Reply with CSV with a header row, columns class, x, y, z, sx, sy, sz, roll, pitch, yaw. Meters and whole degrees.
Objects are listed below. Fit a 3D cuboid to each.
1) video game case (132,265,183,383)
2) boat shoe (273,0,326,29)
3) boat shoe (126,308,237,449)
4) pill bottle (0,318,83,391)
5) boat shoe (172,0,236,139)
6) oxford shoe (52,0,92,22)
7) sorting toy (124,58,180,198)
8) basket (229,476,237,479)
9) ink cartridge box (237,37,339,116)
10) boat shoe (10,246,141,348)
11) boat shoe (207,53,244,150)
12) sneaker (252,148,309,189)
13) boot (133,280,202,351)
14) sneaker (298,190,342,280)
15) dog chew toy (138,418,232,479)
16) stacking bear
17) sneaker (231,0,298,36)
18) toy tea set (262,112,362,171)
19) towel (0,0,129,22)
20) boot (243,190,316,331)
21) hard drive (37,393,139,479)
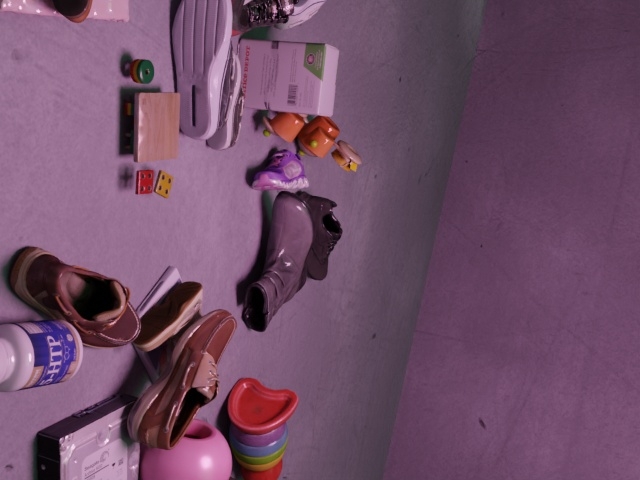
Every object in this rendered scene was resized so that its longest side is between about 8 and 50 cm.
class,x,y,z,sx,sy,sz,roll,pitch,yaw
video game case,-0.337,0.189,1.813,0.183,0.023,0.201,-59,148,-39
boat shoe,-0.050,-0.598,2.093,0.258,0.095,0.084,-42,163,-50
boat shoe,-0.257,0.290,1.707,0.324,0.116,0.123,-58,151,-23
pill bottle,-0.494,0.190,1.371,0.186,0.112,0.112,2,97,-65
boat shoe,-0.237,-0.381,1.742,0.119,0.121,0.335,-47,150,-62
oxford shoe,-0.387,-0.451,1.322,0.076,0.076,0.212,167,-70,-85
sorting toy,-0.335,-0.217,1.643,0.132,0.046,0.275,-20,116,-62
basket,-0.218,0.662,1.995,0.154,0.226,0.204,47,57,-60
ink cartridge box,-0.080,-0.378,1.932,0.092,0.219,0.160,-11,110,-67
boat shoe,-0.409,0.119,1.512,0.123,0.123,0.342,-70,153,-22
boat shoe,-0.209,-0.312,1.856,0.070,0.077,0.219,-25,129,-60
sneaker,-0.104,-0.180,2.115,0.236,0.095,0.105,-17,107,-68
boot,-0.309,0.208,1.768,0.213,0.077,0.165,-50,143,-48
sneaker,0.000,0.000,2.345,0.109,0.130,0.286,-56,147,-45
dog chew toy,-0.311,0.560,1.807,0.206,0.206,0.332,-10,115,-64
stacking bear,-0.158,0.530,2.177,0.164,0.175,0.289,-54,152,-48
sneaker,-0.137,-0.524,1.857,0.276,0.135,0.098,-49,142,-47
toy tea set,-0.048,-0.263,2.145,0.124,0.200,0.336,-44,143,18
towel,-0.421,-0.528,1.343,0.317,0.053,0.332,-23,119,-61
boot,-0.110,0.062,2.114,0.223,0.118,0.338,-49,147,-47
hard drive,-0.449,0.497,1.637,0.237,0.064,0.339,-19,115,-63
